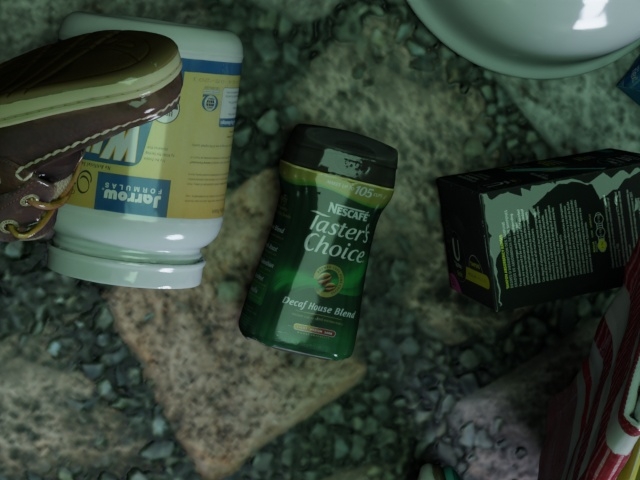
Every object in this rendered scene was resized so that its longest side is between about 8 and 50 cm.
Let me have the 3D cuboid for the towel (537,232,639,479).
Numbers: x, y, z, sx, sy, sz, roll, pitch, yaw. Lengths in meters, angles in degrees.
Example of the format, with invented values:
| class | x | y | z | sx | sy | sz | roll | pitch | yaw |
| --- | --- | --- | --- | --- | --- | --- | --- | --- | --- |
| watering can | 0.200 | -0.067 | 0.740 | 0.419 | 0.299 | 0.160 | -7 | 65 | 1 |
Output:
| class | x | y | z | sx | sy | sz | roll | pitch | yaw |
| --- | --- | --- | --- | --- | --- | --- | --- | --- | --- |
| towel | 0.211 | 0.138 | 1.534 | 0.037 | 0.329 | 0.237 | 20 | 52 | 2 |

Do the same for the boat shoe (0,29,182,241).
| class | x | y | z | sx | sy | sz | roll | pitch | yaw |
| --- | --- | --- | --- | --- | --- | --- | --- | --- | --- |
| boat shoe | -0.224 | -0.060 | 1.450 | 0.342 | 0.123 | 0.123 | -14 | 110 | 32 |

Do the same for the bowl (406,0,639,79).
| class | x | y | z | sx | sy | sz | roll | pitch | yaw |
| --- | --- | --- | --- | --- | --- | --- | --- | --- | --- |
| bowl | 0.206 | -0.274 | 1.595 | 0.298 | 0.134 | 0.298 | -2 | 99 | -14 |

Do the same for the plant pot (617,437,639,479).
| class | x | y | z | sx | sy | sz | roll | pitch | yaw |
| --- | --- | --- | --- | --- | --- | --- | --- | --- | --- |
| plant pot | 0.322 | 0.191 | 1.668 | 0.212 | 0.187 | 0.212 | 15 | 95 | -15 |

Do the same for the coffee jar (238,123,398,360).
| class | x | y | z | sx | sy | sz | roll | pitch | yaw |
| --- | --- | --- | --- | --- | --- | --- | --- | --- | --- |
| coffee jar | 0.000 | 0.000 | 1.613 | 0.096 | 0.079 | 0.184 | 12 | 95 | -16 |

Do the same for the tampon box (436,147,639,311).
| class | x | y | z | sx | sy | sz | roll | pitch | yaw |
| --- | --- | --- | --- | --- | --- | --- | --- | --- | --- |
| tampon box | 0.194 | -0.011 | 1.638 | 0.161 | 0.120 | 0.101 | -10 | 100 | -12 |

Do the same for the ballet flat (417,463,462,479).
| class | x | y | z | sx | sy | sz | roll | pitch | yaw |
| --- | --- | --- | --- | --- | --- | --- | --- | --- | --- |
| ballet flat | 0.144 | 0.382 | 1.694 | 0.139 | 0.139 | 0.400 | -32 | 106 | -8 |

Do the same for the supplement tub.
| class | x | y | z | sx | sy | sz | roll | pitch | yaw |
| --- | --- | --- | --- | --- | --- | --- | --- | --- | --- |
| supplement tub | -0.141 | -0.071 | 1.532 | 0.144 | 0.144 | 0.199 | 5 | 97 | -15 |

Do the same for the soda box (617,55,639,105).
| class | x | y | z | sx | sy | sz | roll | pitch | yaw |
| --- | --- | --- | --- | --- | --- | --- | --- | --- | --- |
| soda box | 0.360 | -0.092 | 1.693 | 0.210 | 0.071 | 0.067 | 37 | 89 | -16 |
